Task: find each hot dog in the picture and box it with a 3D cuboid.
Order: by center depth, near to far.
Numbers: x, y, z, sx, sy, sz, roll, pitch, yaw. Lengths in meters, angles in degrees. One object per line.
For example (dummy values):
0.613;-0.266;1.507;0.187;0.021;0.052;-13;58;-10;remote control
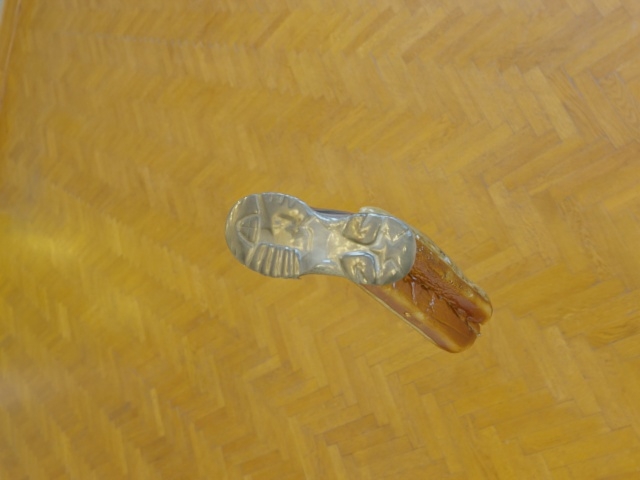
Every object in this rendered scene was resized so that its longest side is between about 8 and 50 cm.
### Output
0.111;0.051;0.563;0.092;0.235;0.062;-51;24;-4;hot dog

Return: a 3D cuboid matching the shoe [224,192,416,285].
0.000;0.000;0.469;0.168;0.099;0.071;8;91;3;shoe
